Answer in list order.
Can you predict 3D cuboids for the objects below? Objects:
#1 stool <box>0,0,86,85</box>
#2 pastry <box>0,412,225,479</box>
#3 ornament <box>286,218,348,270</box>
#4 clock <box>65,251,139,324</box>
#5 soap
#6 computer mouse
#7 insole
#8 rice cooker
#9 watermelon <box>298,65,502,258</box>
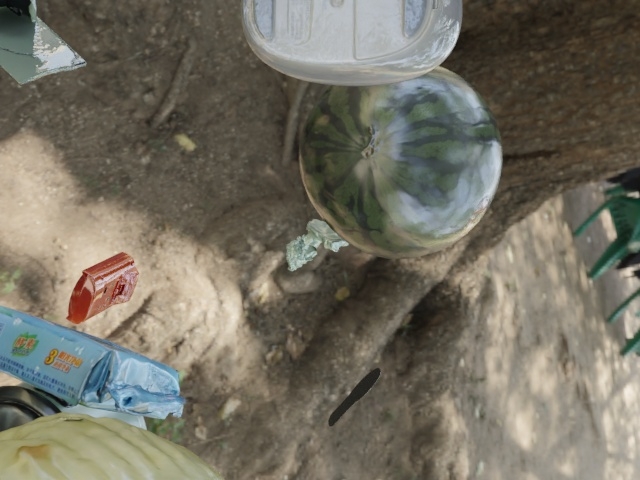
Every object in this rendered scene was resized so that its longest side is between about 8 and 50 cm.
[{"bbox_3d":[-0.620,-0.504,1.518,0.270,0.243,0.170,42,49,19],"label":"stool"},{"bbox_3d":[-0.239,0.347,0.681,0.389,0.313,0.388,-6,98,-49],"label":"pastry"},{"bbox_3d":[0.003,-0.002,0.882,0.068,0.092,0.041,-87,162,-59],"label":"ornament"},{"bbox_3d":[-0.426,0.098,1.464,0.113,0.061,0.155,-65,170,19],"label":"clock"},{"bbox_3d":[-0.313,0.156,0.948,0.156,0.293,0.077,36,70,-58],"label":"soap"},{"bbox_3d":[0.014,-0.100,0.331,0.039,0.096,0.065,30,61,-81],"label":"computer mouse"},{"bbox_3d":[0.056,0.261,1.239,0.002,0.135,0.045,36,15,-17],"label":"insole"},{"bbox_3d":[-0.396,0.310,1.084,0.241,0.281,0.227,-66,164,15],"label":"rice cooker"},{"bbox_3d":[0.083,-0.082,0.766,0.212,0.212,0.212,28,57,-55],"label":"watermelon"}]
